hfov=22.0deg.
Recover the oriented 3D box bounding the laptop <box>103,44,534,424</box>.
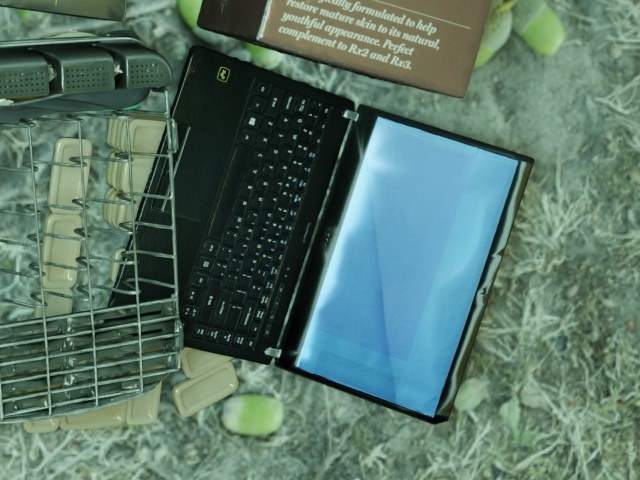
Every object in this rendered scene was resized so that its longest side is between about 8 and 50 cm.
[{"bbox_3d":[0.000,0.000,1.300,0.264,0.136,0.234,17,92,-38],"label":"laptop"}]

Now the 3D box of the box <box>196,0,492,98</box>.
[{"bbox_3d":[0.023,-0.214,1.242,0.168,0.203,0.167,14,96,-18],"label":"box"}]

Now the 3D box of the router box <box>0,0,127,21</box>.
[{"bbox_3d":[-0.205,-0.262,1.245,0.133,0.046,0.179,6,98,-19],"label":"router box"}]

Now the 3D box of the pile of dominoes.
[{"bbox_3d":[-0.142,0.025,1.320,0.196,0.040,0.251,2,102,-35],"label":"pile of dominoes"}]

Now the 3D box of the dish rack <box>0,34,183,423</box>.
[{"bbox_3d":[-0.196,-0.009,1.193,0.208,0.074,0.271,-8,101,-29],"label":"dish rack"}]

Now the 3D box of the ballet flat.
[{"bbox_3d":[-0.225,-0.125,1.248,0.203,0.074,0.074,-10,103,-18],"label":"ballet flat"}]
